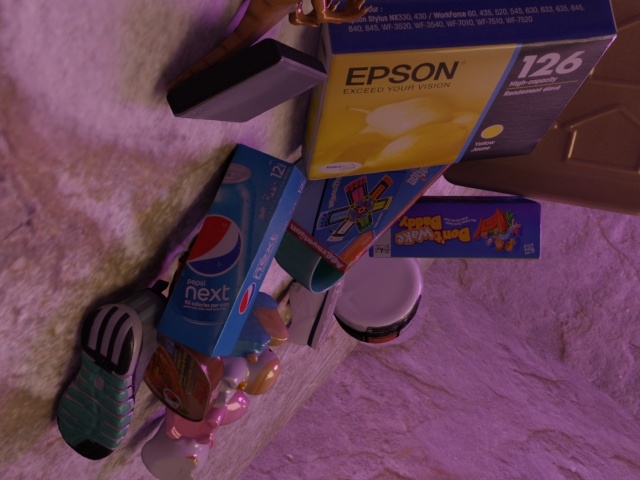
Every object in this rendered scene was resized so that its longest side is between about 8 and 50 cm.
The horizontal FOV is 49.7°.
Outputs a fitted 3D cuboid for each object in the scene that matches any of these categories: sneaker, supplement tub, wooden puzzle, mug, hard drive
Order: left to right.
[{"bbox_3d":[-0.211,0.144,0.742,0.098,0.083,0.224,-42,164,-55],"label":"sneaker"},{"bbox_3d":[-0.054,-0.126,0.563,0.094,0.022,0.135,-24,-179,17],"label":"hard drive"},{"bbox_3d":[-0.008,0.083,1.297,0.090,0.094,0.235,53,56,-72],"label":"sneaker"},{"bbox_3d":[-0.006,0.004,1.001,0.129,0.097,0.158,-44,157,-20],"label":"mug"},{"bbox_3d":[0.121,0.122,1.562,0.207,0.207,0.338,-50,168,-8],"label":"supplement tub"},{"bbox_3d":[0.361,-0.231,1.007,0.080,0.322,0.348,-58,156,-62],"label":"wooden puzzle"}]

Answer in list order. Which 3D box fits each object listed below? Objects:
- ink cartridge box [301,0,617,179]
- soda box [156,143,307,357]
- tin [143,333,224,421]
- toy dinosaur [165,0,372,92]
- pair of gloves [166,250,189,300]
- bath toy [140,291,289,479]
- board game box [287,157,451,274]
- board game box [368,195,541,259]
[{"bbox_3d":[0.143,-0.182,0.742,0.303,0.072,0.307,-6,156,-10],"label":"ink cartridge box"},{"bbox_3d":[-0.089,0.012,0.721,0.071,0.067,0.210,40,72,-78],"label":"soda box"},{"bbox_3d":[-0.173,0.164,0.865,0.040,0.106,0.190,-43,165,-36],"label":"tin"},{"bbox_3d":[-0.029,-0.195,0.541,0.112,0.064,0.211,18,118,-43],"label":"toy dinosaur"},{"bbox_3d":[-0.147,0.033,0.763,0.083,0.010,0.074,-65,179,-61],"label":"pair of gloves"},{"bbox_3d":[-0.167,0.234,1.063,0.348,0.151,0.129,-59,-159,31],"label":"bath toy"},{"bbox_3d":[0.059,-0.086,0.911,0.281,0.145,0.027,-43,164,-36],"label":"board game box"},{"bbox_3d":[0.215,-0.029,1.107,0.347,0.233,0.078,-23,113,-77],"label":"board game box"}]
